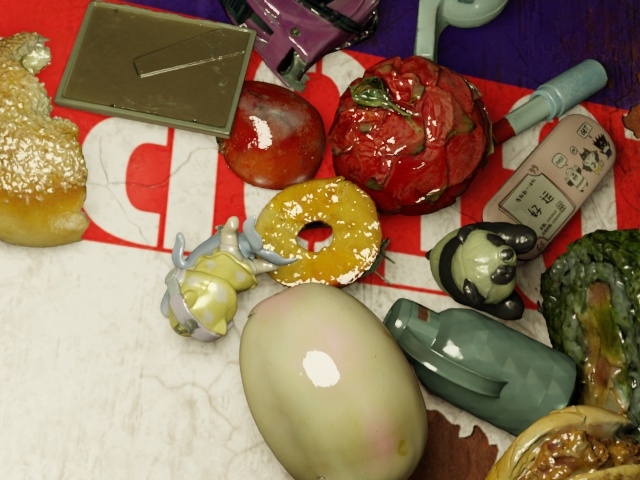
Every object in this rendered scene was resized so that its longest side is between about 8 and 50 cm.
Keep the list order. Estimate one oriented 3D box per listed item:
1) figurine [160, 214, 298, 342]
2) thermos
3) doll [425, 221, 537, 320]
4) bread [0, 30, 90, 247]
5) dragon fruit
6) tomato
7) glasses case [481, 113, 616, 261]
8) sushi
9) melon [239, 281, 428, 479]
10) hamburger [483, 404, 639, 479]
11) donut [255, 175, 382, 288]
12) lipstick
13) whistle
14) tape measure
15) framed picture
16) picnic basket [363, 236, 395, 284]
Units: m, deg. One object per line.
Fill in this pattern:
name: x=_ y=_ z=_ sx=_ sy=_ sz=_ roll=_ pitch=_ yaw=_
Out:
figurine: x=-0.141 y=0.050 z=1.615 sx=0.128 sy=0.208 sz=0.183 roll=45 pitch=28 yaw=-26
thermos: x=0.223 y=0.183 z=1.703 sx=0.287 sy=0.182 sz=0.145 roll=26 pitch=102 yaw=-10
doll: x=0.241 y=0.041 z=1.734 sx=0.135 sy=0.234 sz=0.143 roll=6 pitch=93 yaw=-8
bread: x=-0.435 y=-0.143 z=1.581 sx=0.192 sy=0.171 sz=0.314 roll=-7 pitch=72 yaw=-27
dragon fruit: x=0.145 y=-0.157 z=1.766 sx=0.299 sy=0.244 sz=0.244 roll=-9 pitch=73 yaw=-43
tomato: x=-0.070 y=-0.176 z=1.769 sx=0.173 sy=0.099 sz=0.189 roll=-10 pitch=72 yaw=-21
glasses case: x=0.378 y=-0.090 z=1.916 sx=0.122 sy=0.075 sz=0.314 roll=43 pitch=62 yaw=3
sushi: x=0.478 y=0.149 z=1.742 sx=0.178 sy=0.294 sz=0.351 roll=-4 pitch=75 yaw=-18
melon: x=0.017 y=0.208 z=1.584 sx=0.223 sy=0.223 sz=0.317 roll=-26 pitch=84 yaw=-27
hamburger: x=0.316 y=0.354 z=1.614 sx=0.282 sy=0.245 sz=0.155 roll=-19 pitch=41 yaw=-11
donut: x=0.000 y=-0.001 z=1.716 sx=0.190 sy=0.074 sz=0.174 roll=-23 pitch=74 yaw=3
lipstick: x=0.375 y=-0.227 z=1.971 sx=0.274 sy=0.068 sz=0.061 roll=-32 pitch=90 yaw=-29
whistle: x=0.240 y=-0.399 z=1.942 sx=0.164 sy=0.163 sz=0.289 roll=13 pitch=67 yaw=-16
tape measure: x=-0.029 y=-0.388 z=1.837 sx=0.245 sy=0.149 sz=0.231 roll=45 pitch=62 yaw=-1
framed picture: x=-0.241 y=-0.258 z=1.738 sx=0.266 sy=0.018 sz=0.192 roll=12 pitch=65 yaw=4
picnic basket: x=0.081 y=0.028 z=1.769 sx=0.083 sy=0.065 sz=0.083 roll=-37 pitch=70 yaw=-27
